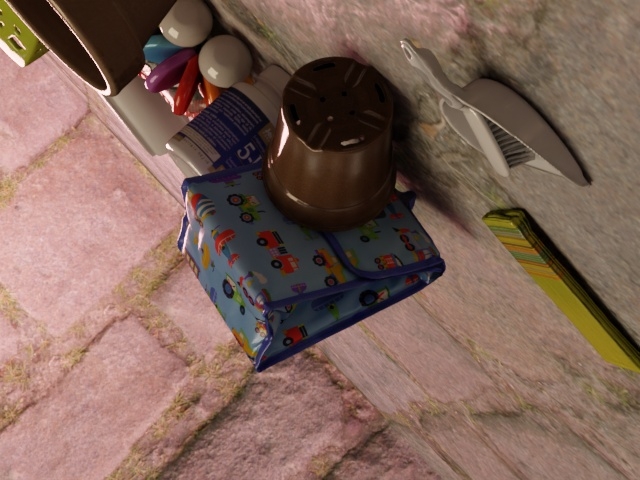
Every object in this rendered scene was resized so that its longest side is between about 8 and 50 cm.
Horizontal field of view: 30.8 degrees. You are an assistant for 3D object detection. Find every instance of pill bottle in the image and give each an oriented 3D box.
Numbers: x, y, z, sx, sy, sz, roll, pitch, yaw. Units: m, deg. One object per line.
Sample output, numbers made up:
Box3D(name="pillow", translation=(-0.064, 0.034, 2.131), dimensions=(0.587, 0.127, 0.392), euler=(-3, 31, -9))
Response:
Box3D(name="pill bottle", translation=(-0.108, -0.150, 1.588), dimensions=(0.112, 0.187, 0.112), euler=(45, 169, 11))

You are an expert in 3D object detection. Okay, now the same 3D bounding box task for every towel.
Box3D(name="towel", translation=(0.277, 0.056, 1.321), dimensions=(0.237, 0.021, 0.102), euler=(48, 175, -11))

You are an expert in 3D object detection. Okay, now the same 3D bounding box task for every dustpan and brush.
Box3D(name="dustpan and brush", translation=(0.145, -0.120, 1.076), dimensions=(0.211, 0.060, 0.147), euler=(53, 167, -30))

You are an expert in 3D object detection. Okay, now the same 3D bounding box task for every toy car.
Box3D(name="toy car", translation=(-0.186, -0.249, 1.664), dimensions=(0.182, 0.136, 0.159), euler=(46, 169, 3))

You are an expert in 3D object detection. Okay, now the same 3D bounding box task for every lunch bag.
Box3D(name="lunch bag", translation=(0.000, 0.000, 1.466), dimensions=(0.221, 0.293, 0.138), euler=(54, 150, 30))

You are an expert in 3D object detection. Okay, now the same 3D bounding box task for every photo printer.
Box3D(name="photo printer", translation=(-0.365, -0.321, 2.057), dimensions=(0.307, 0.107, 0.256), euler=(55, -178, -35))

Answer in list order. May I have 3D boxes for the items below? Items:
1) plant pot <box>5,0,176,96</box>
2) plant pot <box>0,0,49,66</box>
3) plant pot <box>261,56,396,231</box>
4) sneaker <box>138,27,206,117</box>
Box3D(name="plant pot", translation=(-0.243, -0.334, 1.334), dimensions=(0.263, 0.229, 0.263), euler=(45, 169, 11))
Box3D(name="plant pot", translation=(-0.420, -0.423, 1.727), dimensions=(0.227, 0.228, 0.207), euler=(49, 161, -13))
Box3D(name="plant pot", translation=(0.015, -0.117, 1.350), dimensions=(0.167, 0.167, 0.165), euler=(44, 162, 14))
Box3D(name="sneaker", translation=(-0.235, -0.284, 1.822), dimensions=(0.276, 0.097, 0.135), euler=(40, 170, 36))
